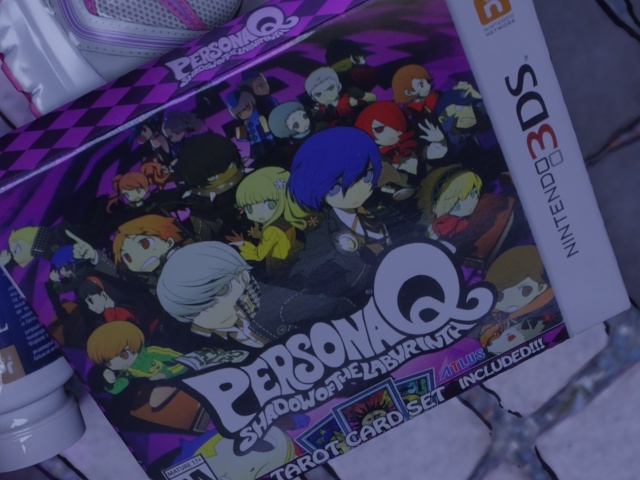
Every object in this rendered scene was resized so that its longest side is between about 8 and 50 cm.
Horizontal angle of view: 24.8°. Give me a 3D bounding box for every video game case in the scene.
[{"bbox_3d":[0.000,0.000,0.611,0.232,0.042,0.210,-26,128,-1],"label":"video game case"}]

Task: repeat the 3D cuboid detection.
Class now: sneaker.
[{"bbox_3d":[-0.120,-0.159,0.580,0.111,0.103,0.252,-34,111,0],"label":"sneaker"}]

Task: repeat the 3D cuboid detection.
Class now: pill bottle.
[{"bbox_3d":[-0.144,0.036,0.628,0.067,0.067,0.120,-18,103,-2],"label":"pill bottle"}]
